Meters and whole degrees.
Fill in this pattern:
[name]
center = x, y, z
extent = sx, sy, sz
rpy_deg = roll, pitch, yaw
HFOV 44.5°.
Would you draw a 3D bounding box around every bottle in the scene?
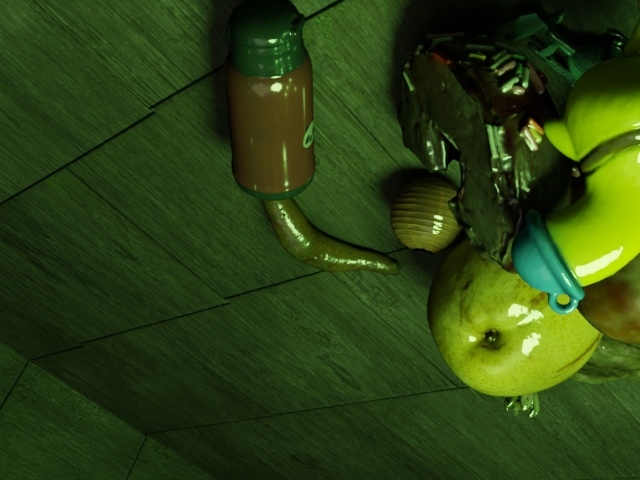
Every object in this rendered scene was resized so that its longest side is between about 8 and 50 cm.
[bottle]
center = -0.076, -0.222, 1.223
extent = 0.144, 0.144, 0.336
rpy_deg = 13, 141, 9

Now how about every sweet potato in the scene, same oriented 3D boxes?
[sweet potato]
center = -0.001, 0.005, 1.533
extent = 0.346, 0.079, 0.108
rpy_deg = 30, 131, -20

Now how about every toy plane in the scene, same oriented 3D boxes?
[toy plane]
center = 0.363, -0.244, 1.063
extent = 0.235, 0.060, 0.096
rpy_deg = 29, 156, -20

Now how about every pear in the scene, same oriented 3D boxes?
[pear]
center = 0.328, 0.103, 1.305
extent = 0.315, 0.314, 0.314
rpy_deg = 13, 144, 9

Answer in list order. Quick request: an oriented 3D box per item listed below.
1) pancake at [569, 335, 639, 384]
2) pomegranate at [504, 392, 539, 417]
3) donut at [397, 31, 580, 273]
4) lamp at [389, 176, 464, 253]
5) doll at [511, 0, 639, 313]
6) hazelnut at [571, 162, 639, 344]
[pancake]
center = 0.579, 0.239, 1.600
extent = 0.236, 0.042, 0.222
rpy_deg = 2, 143, 23
[pomegranate]
center = 0.404, 0.226, 1.509
extent = 0.187, 0.225, 0.187
rpy_deg = 16, 159, 6
[donut]
center = 0.220, -0.151, 1.059
extent = 0.136, 0.345, 0.259
rpy_deg = -17, 133, -13
[lamp]
center = 0.186, -0.042, 1.338
extent = 0.137, 0.136, 0.136
rpy_deg = 13, 144, 9
[doll]
center = 0.338, -0.083, 0.869
extent = 0.200, 0.362, 0.145
rpy_deg = 25, -171, 22
[hazelnut]
center = 0.487, -0.021, 1.044
extent = 0.366, 0.365, 0.365
rpy_deg = 13, 144, 9
